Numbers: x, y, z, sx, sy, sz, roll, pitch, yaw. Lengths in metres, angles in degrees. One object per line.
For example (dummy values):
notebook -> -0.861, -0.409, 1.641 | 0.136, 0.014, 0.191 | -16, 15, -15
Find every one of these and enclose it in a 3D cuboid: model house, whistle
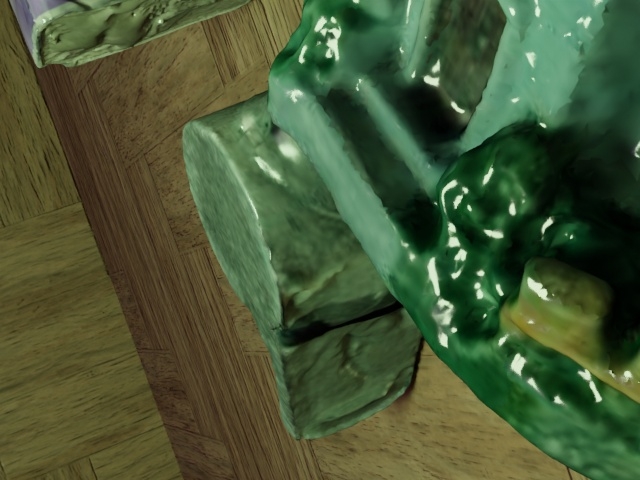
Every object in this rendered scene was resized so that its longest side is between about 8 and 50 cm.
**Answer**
model house -> 0.167, -0.099, 0.420 | 0.295, 0.251, 0.329 | 59, 152, 28
whistle -> 0.016, 0.023, 1.022 | 0.188, 0.168, 0.405 | 38, 147, 58

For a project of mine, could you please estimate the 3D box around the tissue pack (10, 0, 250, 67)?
tissue pack -> -0.216, -0.357, 1.143 | 0.338, 0.242, 0.160 | 69, 162, 5
